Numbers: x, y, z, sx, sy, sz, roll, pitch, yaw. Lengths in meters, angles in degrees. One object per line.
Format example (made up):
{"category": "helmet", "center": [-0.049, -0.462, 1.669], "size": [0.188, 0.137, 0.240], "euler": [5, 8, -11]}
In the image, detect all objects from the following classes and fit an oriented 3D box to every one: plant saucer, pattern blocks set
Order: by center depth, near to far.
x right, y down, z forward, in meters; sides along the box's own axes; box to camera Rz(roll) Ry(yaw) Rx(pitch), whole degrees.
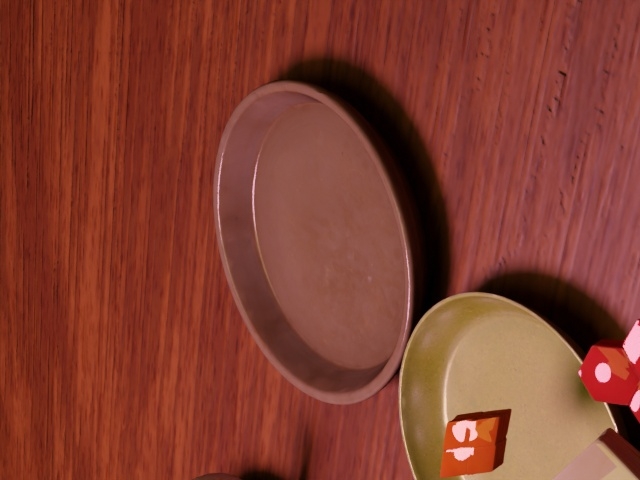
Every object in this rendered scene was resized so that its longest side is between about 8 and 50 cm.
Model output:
{"category": "pattern blocks set", "center": [0.195, 0.222, 1.003], "size": [0.285, 0.026, 0.325], "euler": [54, 128, 7]}
{"category": "plant saucer", "center": [0.148, 0.151, 1.098], "size": [0.241, 0.037, 0.241], "euler": [24, 122, 47]}
{"category": "plant saucer", "center": [0.000, 0.000, 1.249], "size": [0.278, 0.041, 0.278], "euler": [24, 120, 49]}

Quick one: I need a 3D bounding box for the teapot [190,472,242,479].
{"category": "teapot", "center": [-0.106, 0.355, 1.404], "size": [0.252, 0.187, 0.256], "euler": [-28, 78, 55]}
